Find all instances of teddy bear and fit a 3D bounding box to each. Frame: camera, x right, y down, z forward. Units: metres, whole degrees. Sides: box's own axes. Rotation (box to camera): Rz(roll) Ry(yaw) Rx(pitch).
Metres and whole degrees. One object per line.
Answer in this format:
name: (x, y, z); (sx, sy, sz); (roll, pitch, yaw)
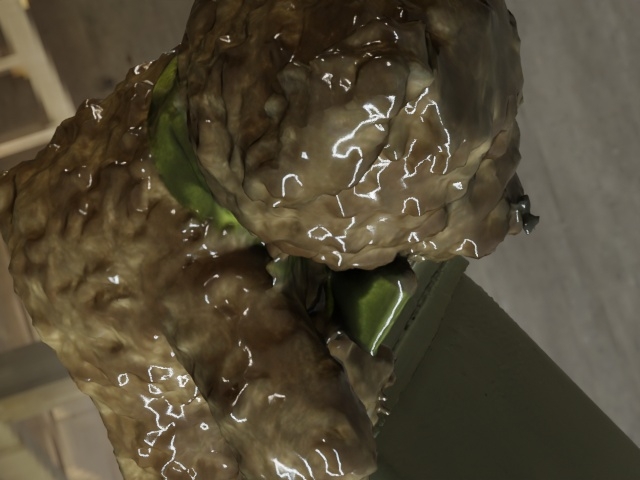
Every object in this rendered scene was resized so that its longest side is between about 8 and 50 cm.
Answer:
teddy bear: (0.006, 0.006, 0.656); (0.296, 0.222, 0.246); (58, -146, -37)

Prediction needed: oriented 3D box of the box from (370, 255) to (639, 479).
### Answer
box: (0.111, 0.215, 1.071); (0.344, 0.177, 0.352); (44, -156, -2)
